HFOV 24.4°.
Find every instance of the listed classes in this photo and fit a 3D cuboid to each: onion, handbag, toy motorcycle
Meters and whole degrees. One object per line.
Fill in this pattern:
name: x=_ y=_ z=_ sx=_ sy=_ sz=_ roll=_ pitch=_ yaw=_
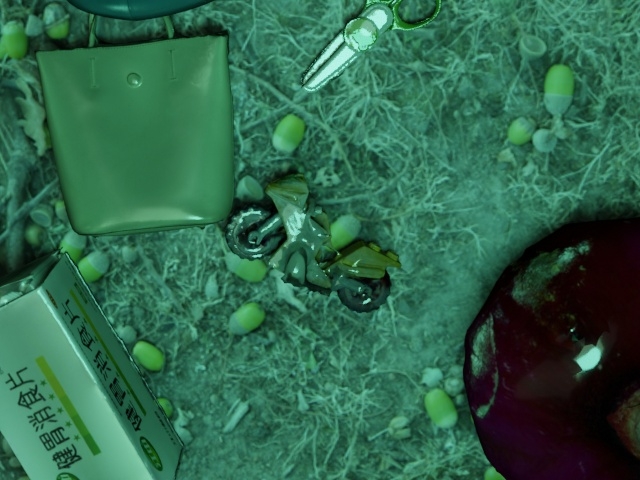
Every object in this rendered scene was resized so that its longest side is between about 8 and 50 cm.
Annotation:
onion: x=0.376 y=0.189 z=1.719 sx=0.398 sy=0.420 sz=0.398 roll=-2 pitch=112 yaw=-5
handbag: x=-0.223 y=-0.164 z=1.804 sx=0.241 sy=0.109 sz=0.315 roll=-5 pitch=100 yaw=1
toy motorcycle: x=0.000 y=0.000 z=1.845 sx=0.229 sy=0.094 sz=0.130 roll=26 pitch=99 yaw=-15

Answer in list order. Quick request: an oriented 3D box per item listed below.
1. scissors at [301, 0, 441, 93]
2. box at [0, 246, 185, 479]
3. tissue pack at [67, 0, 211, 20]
scissors: x=0.051 y=-0.257 z=1.813 sx=0.204 sy=0.027 sz=0.101 roll=-43 pitch=98 yaw=8
box: x=-0.316 y=0.189 z=1.851 sx=0.145 sy=0.173 sz=0.333 roll=-28 pitch=102 yaw=7
tissue pack: x=-0.230 y=-0.395 z=1.693 sx=0.206 sy=0.198 sz=0.287 roll=-9 pitch=100 yaw=-2
